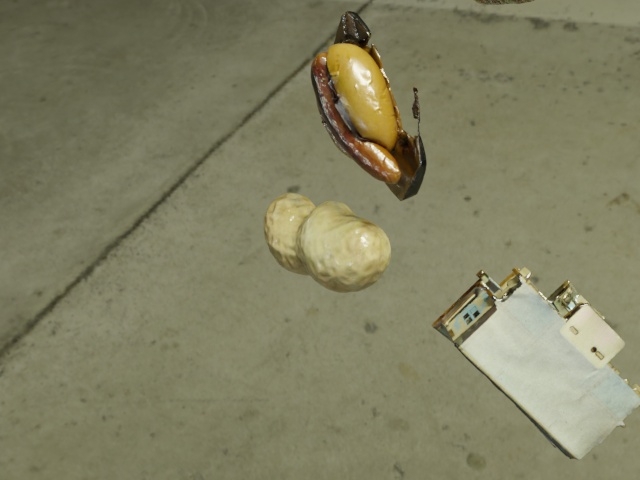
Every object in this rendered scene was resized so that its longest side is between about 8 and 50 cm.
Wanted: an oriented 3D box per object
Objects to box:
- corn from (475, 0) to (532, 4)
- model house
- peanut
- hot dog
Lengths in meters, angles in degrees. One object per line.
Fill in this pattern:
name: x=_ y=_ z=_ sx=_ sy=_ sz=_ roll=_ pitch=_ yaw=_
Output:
corn: x=0.357 y=-0.494 z=1.341 sx=0.086 sy=0.086 sz=0.253 roll=-15 pitch=20 yaw=-6
model house: x=0.291 y=0.133 z=0.966 sx=0.178 sy=0.271 sz=0.206 roll=-48 pitch=8 yaw=8
peanut: x=-0.001 y=0.000 z=0.869 sx=0.085 sy=0.104 sz=0.227 roll=6 pitch=7 yaw=-38
hot dog: x=0.066 y=-0.227 z=1.225 sx=0.107 sy=0.194 sz=0.326 roll=-20 pitch=69 yaw=-27
